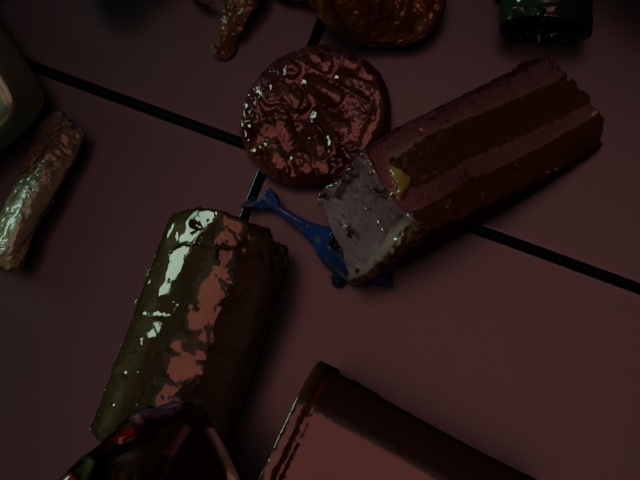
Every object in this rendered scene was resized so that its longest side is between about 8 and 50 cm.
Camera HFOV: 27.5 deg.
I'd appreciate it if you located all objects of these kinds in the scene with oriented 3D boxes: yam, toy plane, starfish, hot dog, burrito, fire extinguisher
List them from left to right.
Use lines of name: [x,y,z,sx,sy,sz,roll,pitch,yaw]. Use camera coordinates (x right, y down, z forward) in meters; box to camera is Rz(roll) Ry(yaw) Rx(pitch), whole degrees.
burrito: [-0.285,-0.048,1.299,0.051,0.042,0.171,19,78,38]
yam: [-0.118,0.089,1.224,0.129,0.128,0.238,18,89,-26]
starfish: [-0.055,-0.277,1.315,0.150,0.053,0.210,26,91,15]
toy plane: [0.000,0.000,1.266,0.167,0.054,0.062,35,112,9]
hot dog: [0.050,-0.242,1.272,0.147,0.065,0.099,8,83,-21]
fire extinguisher: [0.221,-0.343,1.267,0.093,0.118,0.294,7,81,-29]

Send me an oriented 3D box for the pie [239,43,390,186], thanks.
pie: [-0.004,-0.121,1.287,0.154,0.036,0.154,-1,83,7]

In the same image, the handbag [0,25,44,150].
handbag: [-0.418,-0.164,1.312,0.219,0.079,0.256,-35,86,18]

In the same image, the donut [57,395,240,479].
donut: [-0.215,0.291,1.080,0.136,0.259,0.345,43,120,3]

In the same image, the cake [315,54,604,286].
cake: [0.139,-0.076,1.216,0.295,0.113,0.116,-31,83,-19]

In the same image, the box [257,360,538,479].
box: [0.030,0.308,1.124,0.229,0.239,0.339,26,85,6]
